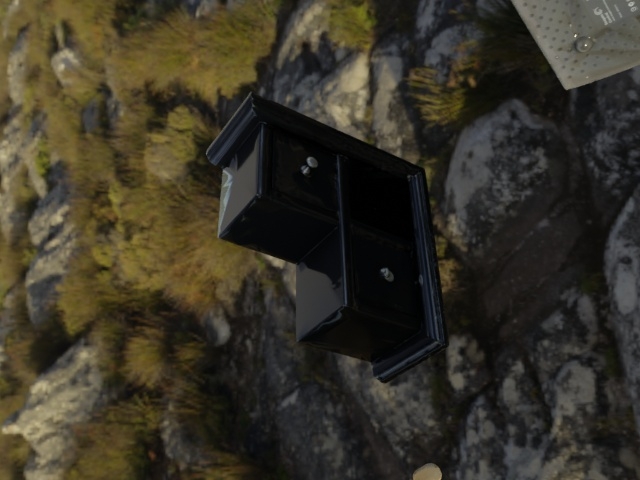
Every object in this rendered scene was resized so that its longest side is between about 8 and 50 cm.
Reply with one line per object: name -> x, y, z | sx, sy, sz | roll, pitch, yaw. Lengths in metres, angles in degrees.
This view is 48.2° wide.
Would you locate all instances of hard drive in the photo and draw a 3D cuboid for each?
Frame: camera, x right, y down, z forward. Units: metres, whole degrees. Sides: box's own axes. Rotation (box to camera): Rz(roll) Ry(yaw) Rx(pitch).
hard drive -> 0.278, -0.240, 0.562 | 0.255, 0.172, 0.054 | -23, 34, 34

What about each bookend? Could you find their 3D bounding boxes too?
bookend -> 0.000, 0.000, 0.505 | 0.072, 0.157, 0.156 | -42, 37, 43

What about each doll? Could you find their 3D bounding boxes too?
doll -> 0.164, 0.401, 1.045 | 0.189, 0.046, 0.129 | 82, 163, -50
